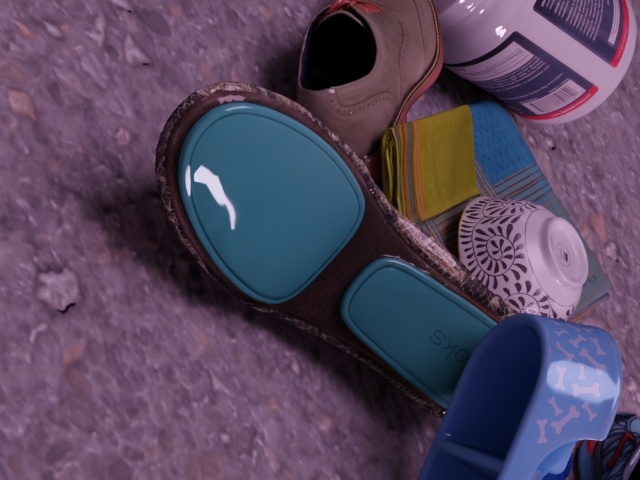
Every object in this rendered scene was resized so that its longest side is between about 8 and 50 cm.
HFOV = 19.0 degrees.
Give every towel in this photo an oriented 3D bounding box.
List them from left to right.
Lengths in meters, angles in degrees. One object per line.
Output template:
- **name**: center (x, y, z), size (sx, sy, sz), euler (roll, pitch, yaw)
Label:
- **towel**: center (0.113, -0.074, 1.900), size (0.237, 0.021, 0.102), euler (-23, 112, -65)
- **towel**: center (0.166, -0.006, 2.034), size (0.271, 0.040, 0.370), euler (60, 33, 3)

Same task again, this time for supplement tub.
- **supplement tub**: center (0.212, -0.263, 2.164), size (0.272, 0.191, 0.191), euler (28, 43, -41)

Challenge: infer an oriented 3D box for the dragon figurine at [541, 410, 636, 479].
- **dragon figurine**: center (0.215, 0.238, 1.845), size (0.289, 0.085, 0.144), euler (-1, 67, -50)

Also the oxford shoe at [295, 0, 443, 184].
- **oxford shoe**: center (0.049, -0.199, 1.908), size (0.348, 0.123, 0.130), euler (-78, 159, -49)

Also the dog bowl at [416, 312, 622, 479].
- **dog bowl**: center (0.155, 0.197, 1.657), size (0.074, 0.166, 0.297), euler (26, 84, -23)

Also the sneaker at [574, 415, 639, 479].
- **sneaker**: center (0.330, 0.250, 1.949), size (0.104, 0.125, 0.262), euler (49, 28, -9)

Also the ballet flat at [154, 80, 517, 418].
- **ballet flat**: center (0.000, 0.000, 1.701), size (0.483, 0.164, 0.182), euler (39, 5, -37)

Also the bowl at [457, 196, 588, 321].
- **bowl**: center (0.222, 0.023, 1.959), size (0.170, 0.080, 0.170), euler (31, 48, -42)
